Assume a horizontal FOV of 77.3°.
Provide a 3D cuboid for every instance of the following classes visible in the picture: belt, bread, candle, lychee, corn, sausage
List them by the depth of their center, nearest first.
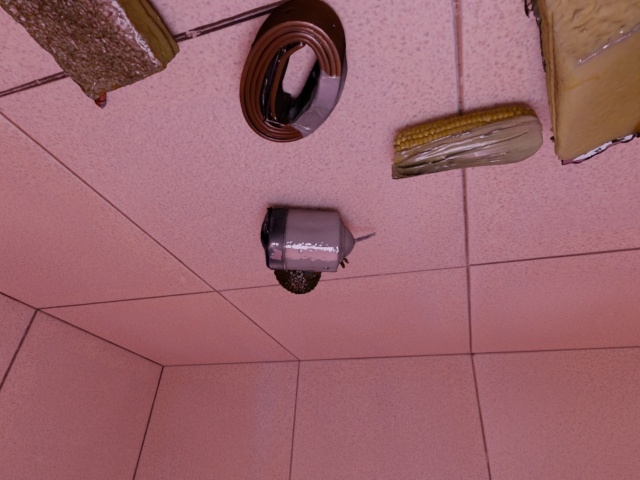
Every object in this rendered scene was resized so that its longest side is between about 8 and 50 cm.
[{"bbox_3d":[0.507,-0.345,0.604,0.346,0.241,0.405,-18,159,27],"label":"bread"},{"bbox_3d":[-0.380,-0.373,0.656,0.185,0.110,0.234,-15,138,18],"label":"bread"},{"bbox_3d":[-0.049,-0.304,0.748,0.184,0.105,0.261,13,143,-11],"label":"belt"},{"bbox_3d":[-0.443,-0.338,0.803,0.029,0.025,0.198,-20,163,-34],"label":"sausage"},{"bbox_3d":[0.299,-0.200,0.854,0.306,0.123,0.122,-8,147,19],"label":"corn"},{"bbox_3d":[0.000,0.000,1.148,0.331,0.187,0.187,2,147,-2],"label":"candle"},{"bbox_3d":[-0.079,0.102,1.346,0.172,0.171,0.171,3,147,2],"label":"lychee"}]
